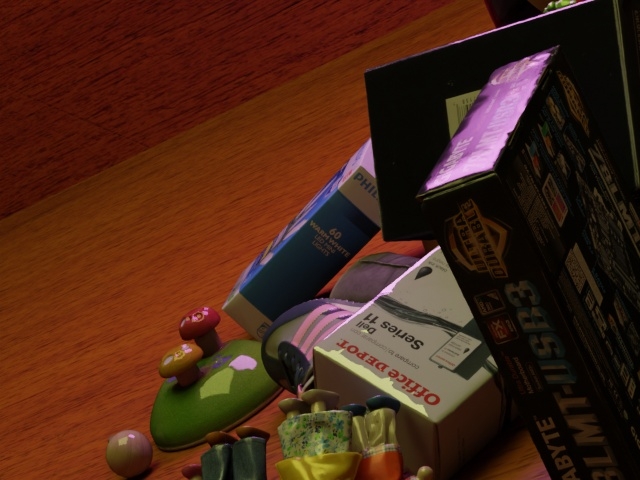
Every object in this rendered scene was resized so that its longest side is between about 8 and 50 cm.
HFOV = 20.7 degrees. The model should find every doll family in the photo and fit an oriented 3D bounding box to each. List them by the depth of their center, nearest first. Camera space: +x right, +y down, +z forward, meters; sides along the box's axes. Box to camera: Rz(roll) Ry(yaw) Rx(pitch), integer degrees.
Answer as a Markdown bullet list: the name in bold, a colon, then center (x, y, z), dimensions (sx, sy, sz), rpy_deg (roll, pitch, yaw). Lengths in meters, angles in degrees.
- **doll family**: center (-0.040, 0.224, 1.433), dimensions (0.263, 0.118, 0.163), rpy_deg (-24, 56, 25)

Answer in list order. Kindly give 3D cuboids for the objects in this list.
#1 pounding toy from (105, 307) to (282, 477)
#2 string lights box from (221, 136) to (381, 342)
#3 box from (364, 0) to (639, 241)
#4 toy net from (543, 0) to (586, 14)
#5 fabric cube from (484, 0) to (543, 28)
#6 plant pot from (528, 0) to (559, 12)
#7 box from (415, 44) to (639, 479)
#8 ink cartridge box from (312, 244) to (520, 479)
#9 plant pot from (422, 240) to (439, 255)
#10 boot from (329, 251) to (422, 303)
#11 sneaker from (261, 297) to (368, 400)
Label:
- **pounding toy**: center (-0.158, 0.158, 2.004), dimensions (0.237, 0.110, 0.183), rpy_deg (-30, 13, -6)
- **string lights box**: center (0.000, 0.000, 2.162), dimensions (0.260, 0.077, 0.133), rpy_deg (-46, 7, 20)
- **box**: center (0.274, -0.109, 1.693), dimensions (0.312, 0.179, 0.343), rpy_deg (-3, -5, -38)
- **toy net**: center (0.307, -0.237, 1.541), dimensions (0.122, 0.045, 0.232), rpy_deg (-2, -5, -37)
- **fabric cube**: center (0.349, -0.340, 2.040), dimensions (0.258, 0.254, 0.259), rpy_deg (-44, 58, -7)
- **plant pot**: center (0.288, -0.316, 1.733), dimensions (0.212, 0.212, 0.187), rpy_deg (-18, 54, 41)
- **box**: center (0.195, 0.029, 1.355), dimensions (0.073, 0.296, 0.293), rpy_deg (-21, 16, 24)
- **ink cartridge box**: center (0.115, 0.101, 1.569), dimensions (0.153, 0.087, 0.208), rpy_deg (29, 52, 33)
- **plant pot**: center (0.162, -0.040, 2.148), dimensions (0.083, 0.081, 0.081), rpy_deg (-16, 17, 19)
- **boot**: center (0.120, 0.034, 2.004), dimensions (0.189, 0.076, 0.208), rpy_deg (-31, 7, -16)
- **sneaker**: center (0.005, 0.131, 1.764), dimensions (0.131, 0.112, 0.319), rpy_deg (-33, 13, -29)
